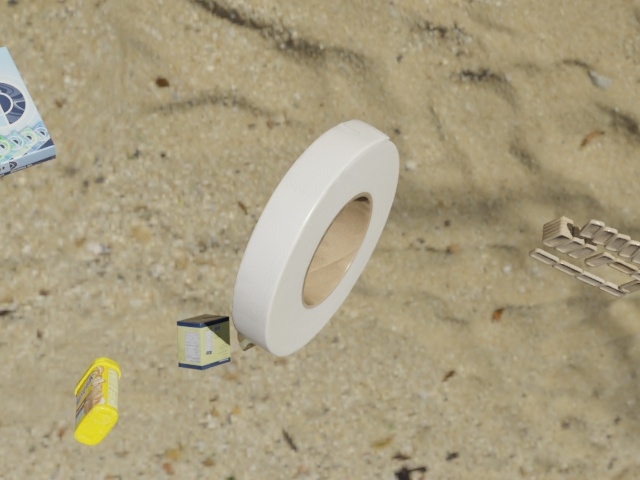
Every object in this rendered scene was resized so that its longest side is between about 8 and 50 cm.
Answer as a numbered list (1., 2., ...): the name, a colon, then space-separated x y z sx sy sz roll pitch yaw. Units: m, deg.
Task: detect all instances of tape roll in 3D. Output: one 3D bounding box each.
1. tape roll: 0.000 0.000 1.583 0.072 0.392 0.392 29 151 19

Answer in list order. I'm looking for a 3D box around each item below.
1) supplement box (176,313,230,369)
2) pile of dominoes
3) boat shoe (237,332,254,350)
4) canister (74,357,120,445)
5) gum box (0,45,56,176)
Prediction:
1. supplement box: -0.206 0.179 1.766 0.056 0.083 0.083 3 -173 33
2. pile of dominoes: 0.534 0.023 1.862 0.251 0.040 0.196 23 153 -22
3. boat shoe: -0.130 0.173 2.051 0.068 0.072 0.190 -26 175 -37
4. canister: -0.507 0.366 2.267 0.073 0.170 0.126 28 113 -25
5. gum box: -0.489 -0.174 1.427 0.157 0.184 0.041 -22 163 -21
